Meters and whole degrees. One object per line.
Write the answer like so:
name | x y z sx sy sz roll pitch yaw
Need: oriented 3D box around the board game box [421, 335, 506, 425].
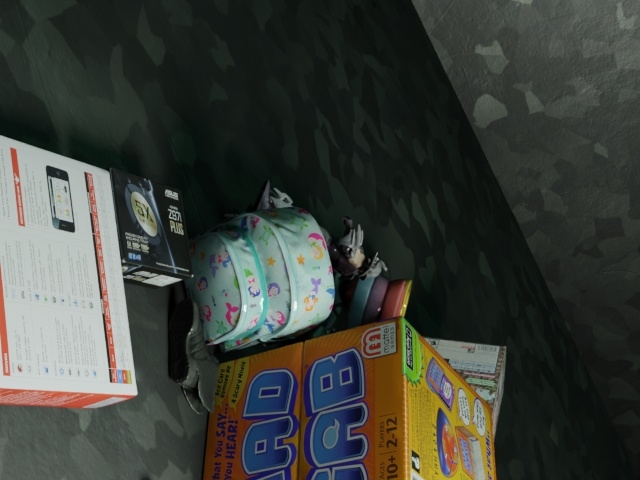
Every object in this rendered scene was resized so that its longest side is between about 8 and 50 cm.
board game box | 0.258 0.347 2.327 0.291 0.232 0.141 -62 154 -56

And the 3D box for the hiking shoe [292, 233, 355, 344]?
hiking shoe | -0.022 0.102 2.138 0.132 0.113 0.304 33 43 -13

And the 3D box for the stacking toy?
stacking toy | 0.086 0.193 2.244 0.309 0.130 0.280 37 68 -80

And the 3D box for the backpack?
backpack | -0.101 0.061 1.798 0.191 0.253 0.225 -8 82 -44

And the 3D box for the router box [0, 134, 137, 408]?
router box | -0.380 0.042 1.435 0.301 0.082 0.335 19 57 -59

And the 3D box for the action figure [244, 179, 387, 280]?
action figure | 0.000 0.000 2.030 0.285 0.185 0.099 24 63 -15

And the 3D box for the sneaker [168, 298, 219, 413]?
sneaker | -0.198 0.185 1.758 0.089 0.051 0.170 35 49 -53

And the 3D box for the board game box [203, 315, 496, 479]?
board game box | 0.056 0.393 1.778 0.356 0.356 0.357 45 36 -44

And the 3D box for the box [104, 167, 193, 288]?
box | -0.282 -0.015 1.676 0.180 0.077 0.147 19 57 -59
